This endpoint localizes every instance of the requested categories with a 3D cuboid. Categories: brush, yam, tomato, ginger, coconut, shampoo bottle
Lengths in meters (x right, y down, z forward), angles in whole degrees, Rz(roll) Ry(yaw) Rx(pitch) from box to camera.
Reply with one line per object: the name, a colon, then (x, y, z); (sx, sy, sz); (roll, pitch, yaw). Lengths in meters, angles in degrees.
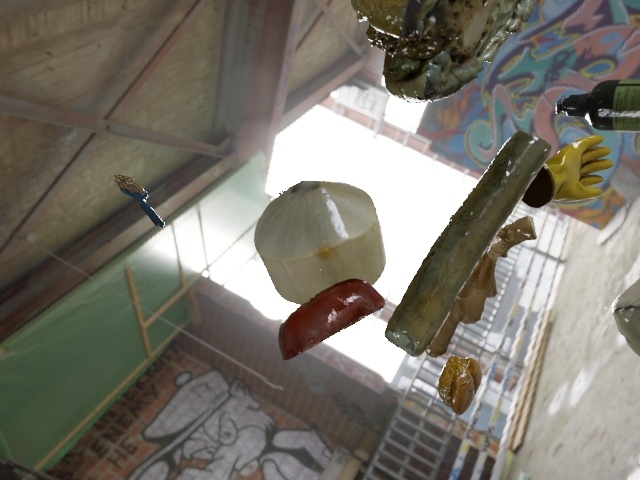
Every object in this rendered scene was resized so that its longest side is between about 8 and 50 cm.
brush: (-0.319, -0.066, 1.089); (0.164, 0.051, 0.014); (73, -143, -61)
yam: (0.214, 0.001, 0.887); (0.371, 0.083, 0.083); (-57, -13, -6)
tomato: (0.008, 0.138, 1.104); (0.225, 0.085, 0.225); (-29, -4, -2)
ginger: (0.266, 0.079, 1.018); (0.288, 0.089, 0.075); (-53, 14, 2)
coconut: (0.000, 0.000, 1.401); (0.323, 0.323, 0.323); (-58, -13, -22)
shampoo bottle: (0.596, -0.258, 1.154); (0.101, 0.284, 0.101); (-16, -69, -50)

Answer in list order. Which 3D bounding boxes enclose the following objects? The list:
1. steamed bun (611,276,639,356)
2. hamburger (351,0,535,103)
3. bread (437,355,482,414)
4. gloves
steamed bun: (0.569, 0.084, 0.765); (0.275, 0.206, 0.320); (-43, 9, -30)
hamburger: (0.147, -0.304, 0.794); (0.288, 0.192, 0.167); (-48, -56, -22)
bread: (0.203, 0.207, 0.875); (0.083, 0.046, 0.080); (-23, -62, -50)
gloves: (0.627, -0.174, 1.494); (0.295, 0.116, 0.133); (-17, -53, -27)
